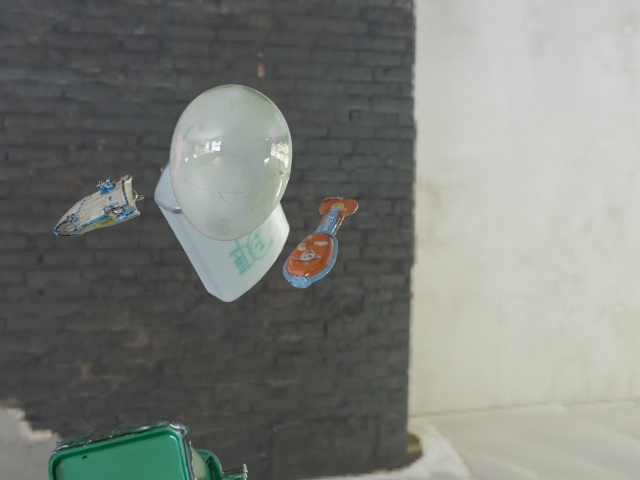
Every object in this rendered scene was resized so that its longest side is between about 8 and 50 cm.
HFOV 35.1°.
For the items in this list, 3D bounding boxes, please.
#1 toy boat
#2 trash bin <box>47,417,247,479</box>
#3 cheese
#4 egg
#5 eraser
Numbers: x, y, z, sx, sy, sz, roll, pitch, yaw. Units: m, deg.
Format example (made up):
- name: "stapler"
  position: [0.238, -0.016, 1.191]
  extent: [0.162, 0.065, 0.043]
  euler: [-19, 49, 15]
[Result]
- name: "toy boat"
  position: [-0.438, -0.056, 1.953]
  extent: [0.210, 0.084, 0.066]
  euler: [-24, 162, 23]
- name: "trash bin"
  position: [-0.234, 0.407, 1.434]
  extent: [0.295, 0.259, 0.381]
  euler: [-12, 157, -8]
- name: "cheese"
  position: [0.000, 0.000, 1.998]
  extent: [0.106, 0.037, 0.256]
  euler: [3, -133, 27]
- name: "egg"
  position: [-0.112, -0.092, 1.256]
  extent: [0.151, 0.209, 0.151]
  euler: [6, -146, -4]
- name: "eraser"
  position: [-0.155, -0.046, 1.664]
  extent: [0.104, 0.189, 0.290]
  euler: [22, 155, 25]
